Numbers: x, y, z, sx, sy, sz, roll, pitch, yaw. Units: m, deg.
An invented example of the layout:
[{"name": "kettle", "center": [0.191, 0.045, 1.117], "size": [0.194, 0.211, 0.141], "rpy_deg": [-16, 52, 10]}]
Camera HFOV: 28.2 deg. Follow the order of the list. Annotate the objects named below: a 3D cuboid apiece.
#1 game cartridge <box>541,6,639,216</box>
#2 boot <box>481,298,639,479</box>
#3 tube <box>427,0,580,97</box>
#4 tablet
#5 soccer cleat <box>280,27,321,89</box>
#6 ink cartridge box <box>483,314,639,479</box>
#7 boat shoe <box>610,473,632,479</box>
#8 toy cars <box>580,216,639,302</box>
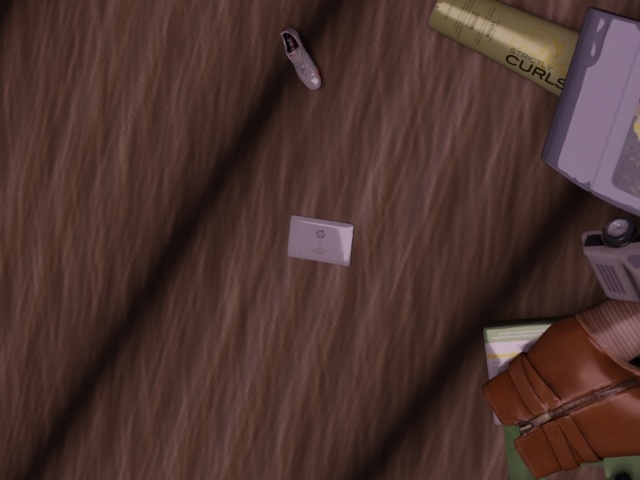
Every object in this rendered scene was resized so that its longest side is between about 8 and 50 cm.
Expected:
[{"name": "game cartridge", "center": [0.391, -0.109, 1.323], "size": [0.294, 0.060, 0.196], "rpy_deg": [17, 108, 8]}, {"name": "boot", "center": [0.333, 0.218, 1.429], "size": [0.220, 0.109, 0.283], "rpy_deg": [-35, 86, 14]}, {"name": "tube", "center": [0.243, -0.225, 1.469], "size": [0.240, 0.062, 0.070], "rpy_deg": [27, 146, 6]}, {"name": "tablet", "center": [0.000, 0.000, 1.605], "size": [0.083, 0.006, 0.054], "rpy_deg": [9, 101, 15]}, {"name": "soccer cleat", "center": [-0.025, -0.222, 1.559], "size": [0.029, 0.035, 0.083], "rpy_deg": [-24, 91, 19]}, {"name": "ink cartridge box", "center": [0.295, 0.208, 1.527], "size": [0.171, 0.056, 0.235], "rpy_deg": [-6, 96, 17]}, {"name": "boat shoe", "center": [0.351, 0.337, 1.538], "size": [0.046, 0.038, 0.125], "rpy_deg": [13, 120, 11]}, {"name": "toy cars", "center": [0.459, 0.068, 1.308], "size": [0.393, 0.087, 0.176], "rpy_deg": [20, 143, 0]}]
